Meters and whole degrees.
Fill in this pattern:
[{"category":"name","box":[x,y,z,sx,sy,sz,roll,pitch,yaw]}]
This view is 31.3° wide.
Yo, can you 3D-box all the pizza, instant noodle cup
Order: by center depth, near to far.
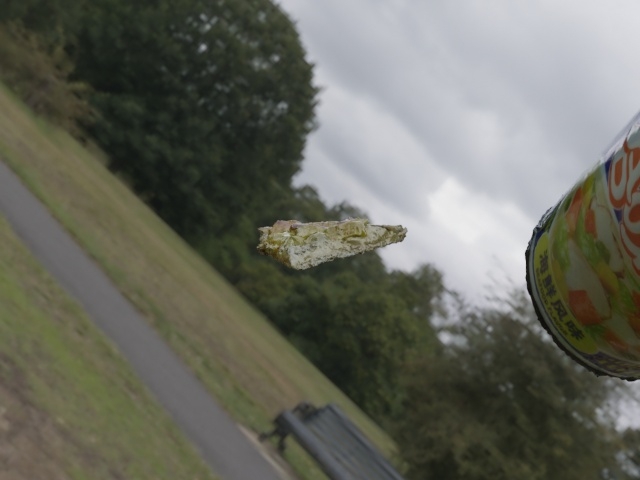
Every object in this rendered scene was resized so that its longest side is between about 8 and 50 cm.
[{"category":"pizza","box":[0.000,0.000,0.871,0.108,0.123,0.026,-46,132,-70]},{"category":"instant noodle cup","box":[0.325,-0.011,0.953,0.284,0.284,0.312,43,-28,1]}]
